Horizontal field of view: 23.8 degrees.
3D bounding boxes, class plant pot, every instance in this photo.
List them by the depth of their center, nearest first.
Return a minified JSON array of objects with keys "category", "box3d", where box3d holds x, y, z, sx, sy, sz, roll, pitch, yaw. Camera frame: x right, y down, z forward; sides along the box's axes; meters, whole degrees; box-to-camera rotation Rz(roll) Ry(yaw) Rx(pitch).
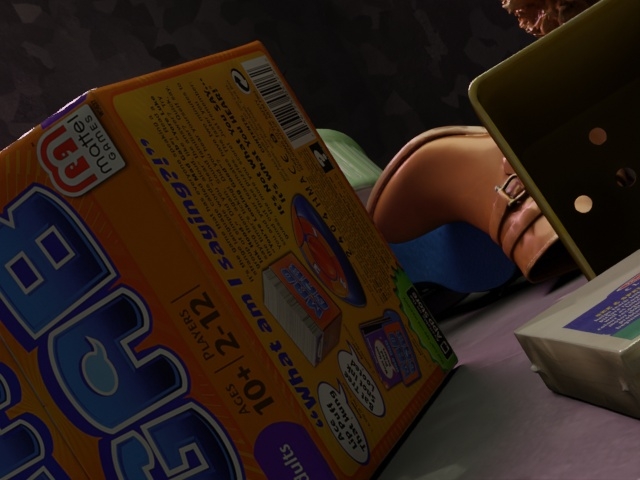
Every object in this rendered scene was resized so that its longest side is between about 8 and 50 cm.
[{"category":"plant pot","box3d":[0.261,-0.070,1.248,0.212,0.212,0.187,-32,-11,-2]}]

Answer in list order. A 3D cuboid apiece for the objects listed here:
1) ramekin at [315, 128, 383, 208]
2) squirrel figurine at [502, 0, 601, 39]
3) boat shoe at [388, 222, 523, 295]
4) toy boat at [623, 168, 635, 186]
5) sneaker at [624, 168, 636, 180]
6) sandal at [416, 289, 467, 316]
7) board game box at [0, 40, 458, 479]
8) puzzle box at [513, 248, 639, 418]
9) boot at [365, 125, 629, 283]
[{"category":"ramekin","box3d":[0.000,0.000,2.277,0.303,0.148,0.303,-25,-46,-29]},{"category":"squirrel figurine","box3d":[0.376,-0.313,1.734,0.397,0.281,0.370,11,-14,-35]},{"category":"boat shoe","box3d":[0.163,0.006,1.758,0.089,0.109,0.258,-7,7,-32]},{"category":"toy boat","box3d":[0.310,-0.081,1.709,0.231,0.151,0.151,121,156,-54]},{"category":"sneaker","box3d":[0.443,-0.165,1.549,0.322,0.130,0.236,-38,8,-18]},{"category":"sandal","box3d":[0.092,0.087,1.951,0.097,0.054,0.254,-34,2,-44]},{"category":"board game box","box3d":[-0.154,0.086,1.310,0.356,0.357,0.356,-31,2,22]},{"category":"puzzle box","box3d":[0.327,-0.024,0.960,0.409,0.052,0.272,-32,2,-4]},{"category":"boot","box3d":[0.188,-0.028,1.591,0.283,0.220,0.109,-30,-43,13]}]
